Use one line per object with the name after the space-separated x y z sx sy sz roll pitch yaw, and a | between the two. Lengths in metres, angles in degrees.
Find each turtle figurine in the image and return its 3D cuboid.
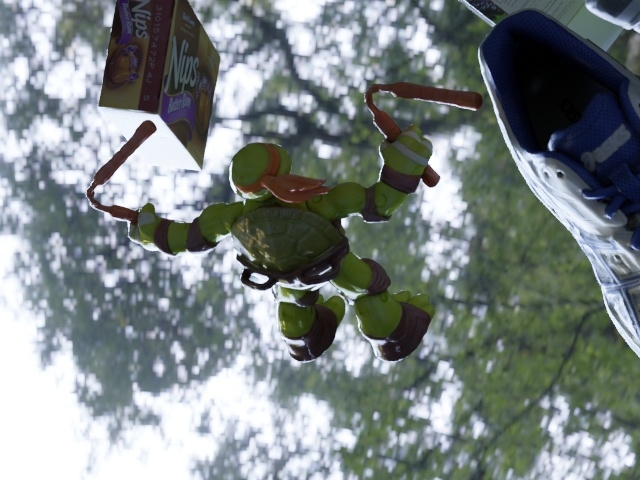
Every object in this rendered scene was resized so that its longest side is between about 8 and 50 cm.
0.000 0.000 0.996 0.270 0.217 0.087 -15 -132 17 | turtle figurine

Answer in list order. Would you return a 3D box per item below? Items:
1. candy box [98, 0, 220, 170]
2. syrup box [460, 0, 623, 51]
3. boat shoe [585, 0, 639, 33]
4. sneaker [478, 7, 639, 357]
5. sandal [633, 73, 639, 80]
-0.130 -0.133 1.255 0.053 0.186 0.109 7 -101 7 | candy box
0.190 -0.267 1.548 0.096 0.093 0.237 -51 -122 8 | syrup box
0.275 -0.237 1.024 0.103 0.118 0.320 34 -130 -3 | boat shoe
0.183 -0.019 0.887 0.112 0.131 0.296 -43 -126 6 | sneaker
0.323 -0.058 1.433 0.060 0.219 0.090 -9 -157 21 | sandal
